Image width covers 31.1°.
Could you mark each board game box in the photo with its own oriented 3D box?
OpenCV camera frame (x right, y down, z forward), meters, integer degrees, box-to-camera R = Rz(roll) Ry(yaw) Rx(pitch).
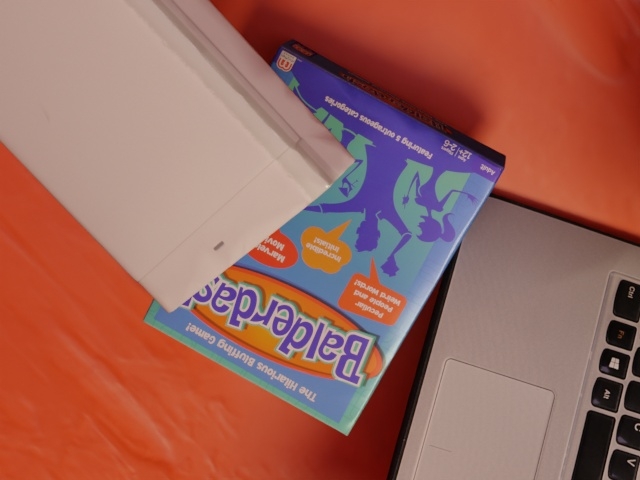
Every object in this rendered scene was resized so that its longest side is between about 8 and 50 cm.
[{"bbox_3d":[0.000,0.000,0.752,0.160,0.047,0.210,28,108,2],"label":"board game box"}]

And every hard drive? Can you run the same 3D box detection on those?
[{"bbox_3d":[-0.143,-0.109,0.648,0.307,0.040,0.203,46,142,-6],"label":"hard drive"}]

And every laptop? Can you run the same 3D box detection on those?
[{"bbox_3d":[0.255,0.186,0.653,0.408,0.236,0.381,18,77,-6],"label":"laptop"}]
